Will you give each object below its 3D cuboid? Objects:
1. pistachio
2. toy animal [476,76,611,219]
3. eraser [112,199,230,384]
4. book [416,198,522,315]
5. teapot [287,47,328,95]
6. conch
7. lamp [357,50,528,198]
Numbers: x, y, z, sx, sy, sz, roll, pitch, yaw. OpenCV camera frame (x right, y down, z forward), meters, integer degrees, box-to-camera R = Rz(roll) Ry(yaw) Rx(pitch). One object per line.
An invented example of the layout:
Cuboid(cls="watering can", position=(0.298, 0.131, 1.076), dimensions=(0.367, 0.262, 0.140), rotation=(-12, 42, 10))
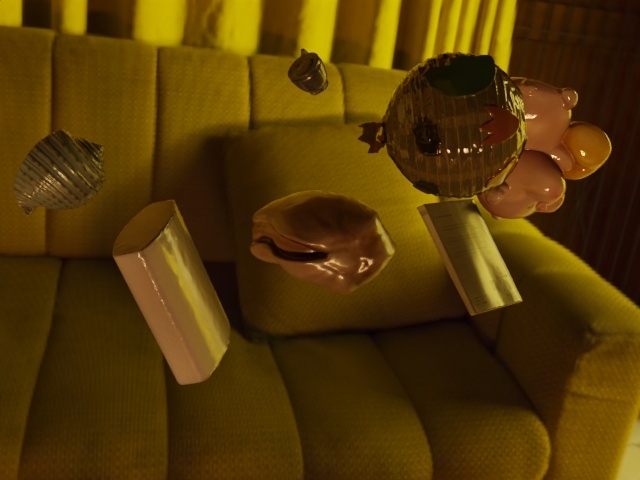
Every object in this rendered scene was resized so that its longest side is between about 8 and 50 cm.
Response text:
Cuboid(cls="pistachio", position=(0.000, 0.000, 2.177), dimensions=(0.445, 0.282, 0.365), rotation=(11, 13, 31))
Cuboid(cls="toy animal", position=(0.432, -0.156, 1.557), dimensions=(0.277, 0.247, 0.345), rotation=(17, -18, 20))
Cuboid(cls="eraser", position=(-0.243, 0.087, 1.292), dimensions=(0.094, 0.270, 0.174), rotation=(-11, 29, 18))
Cuboid(cls="book", position=(0.357, 0.032, 1.793), dimensions=(0.214, 0.025, 0.283), rotation=(-6, 67, -44))
Cuboid(cls="teapot", position=(-0.018, -0.419, 1.903), dimensions=(0.092, 0.091, 0.124), rotation=(-2, 54, 37))
Cuboid(cls="conch", position=(-0.403, -0.106, 1.206), dimensions=(0.102, 0.135, 0.153), rotation=(14, 56, 16))
Cuboid(cls="lamp", position=(0.201, -0.193, 1.284), dimensions=(0.284, 0.250, 0.250), rotation=(-4, 18, 9))
